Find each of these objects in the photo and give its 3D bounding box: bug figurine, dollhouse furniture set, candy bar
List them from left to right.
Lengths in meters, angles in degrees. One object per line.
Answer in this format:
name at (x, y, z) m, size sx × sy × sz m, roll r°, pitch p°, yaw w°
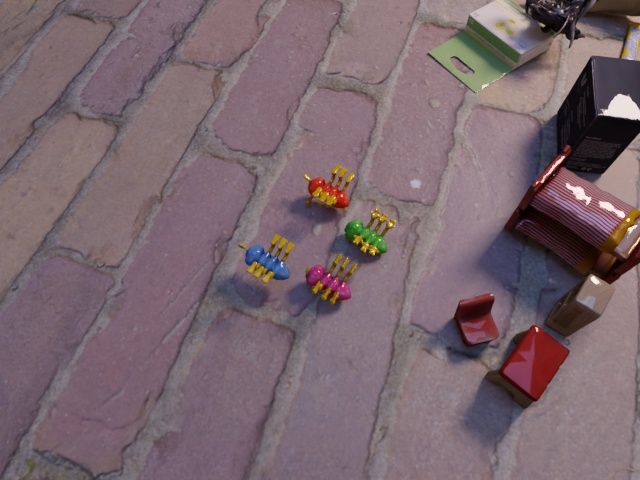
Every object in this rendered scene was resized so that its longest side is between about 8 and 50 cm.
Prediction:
bug figurine at (0.000, 0.000, 0.840) m, size 0.216 × 0.072 × 0.279 m, roll 35°, pitch 64°, yaw 12°
dollhouse furniture set at (0.367, 0.052, 0.752) m, size 0.201 × 0.152 × 0.374 m, roll 38°, pitch 70°, yaw 19°
candy bar at (0.731, -0.458, 1.081) m, size 0.040 × 0.018 × 0.161 m, roll 22°, pitch 65°, yaw 13°

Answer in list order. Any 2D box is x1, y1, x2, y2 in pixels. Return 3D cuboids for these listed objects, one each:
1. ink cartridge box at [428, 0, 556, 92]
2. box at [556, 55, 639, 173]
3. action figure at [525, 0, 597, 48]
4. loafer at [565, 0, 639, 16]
ink cartridge box at (0.399, -0.463, 1.077) m, size 0.235 × 0.056 × 0.171 m, roll -32°, pitch 66°, yaw -16°
box at (0.538, -0.240, 0.895) m, size 0.093 × 0.158 × 0.156 m, roll 10°, pitch 64°, yaw 7°
action figure at (0.527, -0.551, 1.017) m, size 0.164 × 0.141 × 0.275 m, roll 13°, pitch 51°, yaw -17°
loafer at (0.678, -0.595, 1.113) m, size 0.092 × 0.102 × 0.268 m, roll -46°, pitch 57°, yaw -10°
